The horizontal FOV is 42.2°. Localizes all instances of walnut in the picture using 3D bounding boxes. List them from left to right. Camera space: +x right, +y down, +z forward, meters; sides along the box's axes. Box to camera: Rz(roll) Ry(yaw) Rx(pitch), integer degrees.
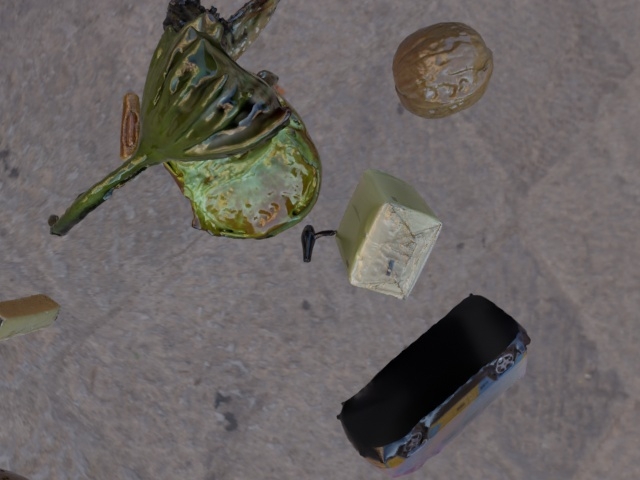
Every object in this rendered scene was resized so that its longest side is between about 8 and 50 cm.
[{"bbox_3d":[0.255,-0.352,1.718,0.213,0.213,0.213,1,87,-25],"label":"walnut"}]

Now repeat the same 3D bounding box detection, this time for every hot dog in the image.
[{"bbox_3d":[-0.361,-0.217,1.585,0.044,0.028,0.137,3,76,-6],"label":"hot dog"}]

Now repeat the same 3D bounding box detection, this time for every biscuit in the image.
[{"bbox_3d":[-0.514,0.133,1.426,0.052,0.188,0.056,36,98,9],"label":"biscuit"}]

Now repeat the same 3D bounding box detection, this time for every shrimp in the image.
[{"bbox_3d":[-0.135,-0.340,1.237,0.233,0.365,0.071,-44,88,2],"label":"shrimp"}]

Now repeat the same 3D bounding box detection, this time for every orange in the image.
[{"bbox_3d":[-0.142,-0.165,1.550,0.335,0.262,0.196,54,28,-10],"label":"orange"}]

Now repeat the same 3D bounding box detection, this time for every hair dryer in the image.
[{"bbox_3d":[0.000,0.000,1.613,0.031,0.083,0.079,44,39,-50],"label":"hair dryer"}]

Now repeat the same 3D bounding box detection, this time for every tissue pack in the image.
[{"bbox_3d":[0.114,-0.016,1.483,0.125,0.234,0.159,20,106,-12],"label":"tissue pack"}]

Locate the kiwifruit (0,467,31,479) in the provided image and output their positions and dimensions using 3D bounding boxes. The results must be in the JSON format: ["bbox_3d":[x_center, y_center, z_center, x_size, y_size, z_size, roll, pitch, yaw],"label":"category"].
[{"bbox_3d":[-0.362,0.323,0.838,0.196,0.234,0.196,20,63,-44],"label":"kiwifruit"}]

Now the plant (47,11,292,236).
[{"bbox_3d":[-0.175,-0.096,0.988,0.180,0.251,0.334,33,90,-14],"label":"plant"}]

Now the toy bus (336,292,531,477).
[{"bbox_3d":[0.224,0.295,1.591,0.386,0.171,0.162,-38,135,-12],"label":"toy bus"}]
